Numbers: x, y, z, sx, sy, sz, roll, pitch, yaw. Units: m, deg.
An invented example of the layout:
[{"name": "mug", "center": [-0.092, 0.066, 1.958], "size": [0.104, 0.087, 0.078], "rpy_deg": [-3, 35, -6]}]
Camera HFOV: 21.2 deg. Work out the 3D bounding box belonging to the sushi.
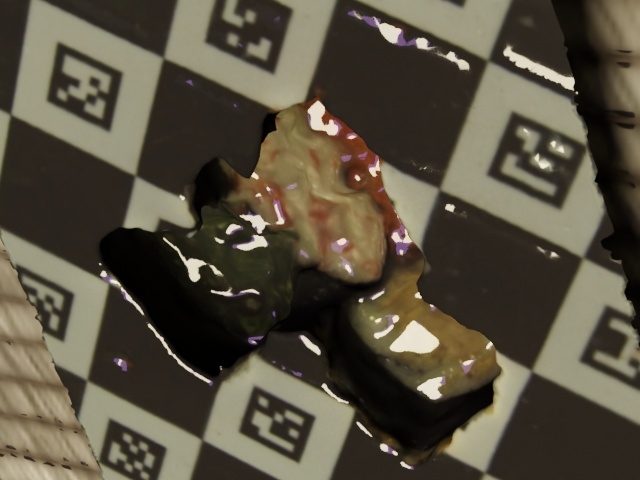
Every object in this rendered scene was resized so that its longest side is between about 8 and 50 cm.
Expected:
[{"name": "sushi", "center": [0.000, 0.000, 0.564], "size": [0.220, 0.047, 0.231], "rpy_deg": [-5, 117, 29]}]
